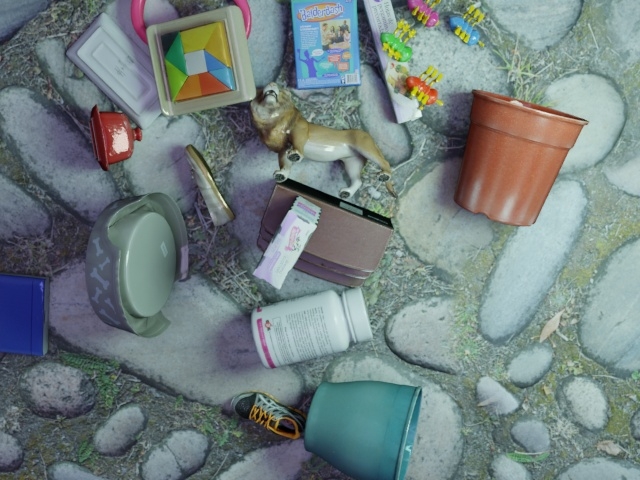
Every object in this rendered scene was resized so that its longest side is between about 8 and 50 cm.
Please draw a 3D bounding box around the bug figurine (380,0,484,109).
[{"bbox_3d":[0.257,-0.458,1.619,0.216,0.072,0.279,40,77,-15],"label":"bug figurine"}]

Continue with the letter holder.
[{"bbox_3d":[0.000,0.000,1.701,0.301,0.152,0.215,22,101,-2],"label":"letter holder"}]

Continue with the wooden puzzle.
[{"bbox_3d":[-0.285,-0.420,1.619,0.238,0.044,0.221,-8,96,12],"label":"wooden puzzle"}]

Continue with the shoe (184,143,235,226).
[{"bbox_3d":[-0.289,-0.136,1.722,0.058,0.076,0.219,-28,100,1],"label":"shoe"}]

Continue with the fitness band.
[{"bbox_3d":[-0.312,-0.544,1.670,0.290,0.054,0.209,12,97,-1],"label":"fitness band"}]

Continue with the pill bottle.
[{"bbox_3d":[-0.020,0.216,1.731,0.283,0.160,0.160,-14,99,4],"label":"pill bottle"}]

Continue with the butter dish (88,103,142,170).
[{"bbox_3d":[-0.498,-0.255,1.689,0.118,0.160,0.160,-10,100,-20],"label":"butter dish"}]

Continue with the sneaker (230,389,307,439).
[{"bbox_3d":[-0.135,0.462,1.816,0.214,0.083,0.084,18,101,0],"label":"sneaker"}]

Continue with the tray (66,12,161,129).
[{"bbox_3d":[-0.491,-0.418,1.705,0.145,0.030,0.270,-44,96,7],"label":"tray"}]

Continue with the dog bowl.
[{"bbox_3d":[-0.432,0.055,1.637,0.102,0.349,0.349,3,100,13],"label":"dog bowl"}]

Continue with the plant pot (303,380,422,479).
[{"bbox_3d":[0.103,0.472,1.734,0.255,0.271,0.272,11,100,16],"label":"plant pot"}]

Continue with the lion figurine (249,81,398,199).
[{"bbox_3d":[0.009,-0.235,1.663,0.392,0.240,0.142,19,134,-17],"label":"lion figurine"}]

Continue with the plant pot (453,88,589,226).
[{"bbox_3d":[0.447,-0.188,1.611,0.272,0.272,0.265,14,108,-1],"label":"plant pot"}]

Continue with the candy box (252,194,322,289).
[{"bbox_3d":[-0.071,-0.001,1.528,0.070,0.196,0.165,30,103,-4],"label":"candy box"}]

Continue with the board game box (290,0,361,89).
[{"bbox_3d":[0.015,-0.477,1.670,0.160,0.047,0.210,-3,100,3],"label":"board game box"}]

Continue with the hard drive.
[{"bbox_3d":[-0.881,0.185,1.812,0.318,0.040,0.210,6,100,1],"label":"hard drive"}]

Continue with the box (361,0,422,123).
[{"bbox_3d":[0.171,-0.444,1.662,0.063,0.067,0.324,-17,98,3],"label":"box"}]
